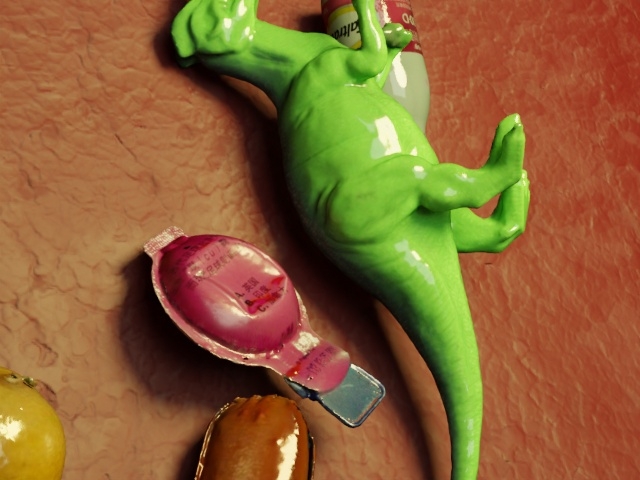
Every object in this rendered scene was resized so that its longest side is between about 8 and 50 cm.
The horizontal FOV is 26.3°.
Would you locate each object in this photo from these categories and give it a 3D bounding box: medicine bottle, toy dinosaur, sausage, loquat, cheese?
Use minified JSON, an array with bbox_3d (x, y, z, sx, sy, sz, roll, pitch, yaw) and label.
[{"bbox_3d":[0.064,-0.156,1.377,0.090,0.090,0.217,-5,77,-33],"label":"medicine bottle"},{"bbox_3d":[0.000,0.000,1.259,0.374,0.144,0.500,13,83,7],"label":"toy dinosaur"},{"bbox_3d":[-0.068,0.276,1.083,0.102,0.102,0.330,26,55,-19],"label":"sausage"},{"bbox_3d":[-0.256,0.157,1.002,0.141,0.141,0.141,14,61,-26],"label":"loquat"},{"bbox_3d":[-0.051,0.072,1.187,0.244,0.062,0.155,38,35,7],"label":"cheese"}]
